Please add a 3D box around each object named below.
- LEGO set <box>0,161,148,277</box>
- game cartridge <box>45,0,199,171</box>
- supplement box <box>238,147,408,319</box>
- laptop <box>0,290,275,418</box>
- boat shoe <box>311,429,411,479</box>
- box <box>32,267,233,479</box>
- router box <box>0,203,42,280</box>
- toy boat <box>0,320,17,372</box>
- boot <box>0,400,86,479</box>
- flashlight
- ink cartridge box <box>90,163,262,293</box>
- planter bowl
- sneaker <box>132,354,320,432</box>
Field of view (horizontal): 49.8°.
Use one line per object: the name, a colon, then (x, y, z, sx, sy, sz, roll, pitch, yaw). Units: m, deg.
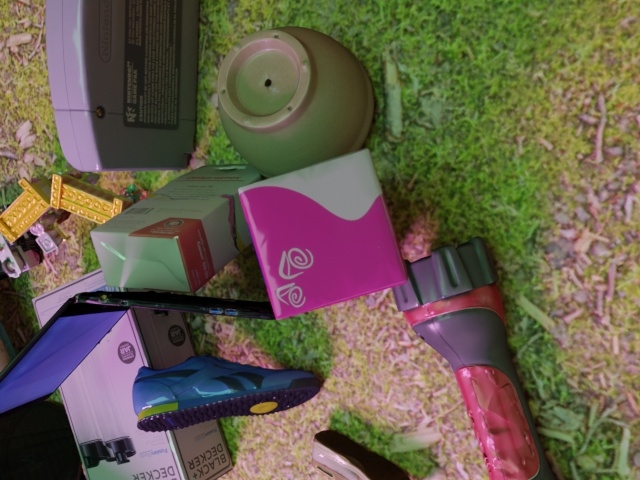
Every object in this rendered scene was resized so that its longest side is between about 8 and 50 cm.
LEGO set: (-0.306, -0.046, 0.894, 0.286, 0.107, 0.132, -11, 113, 21)
game cartridge: (-0.206, -0.224, 0.745, 0.062, 0.198, 0.298, 8, 99, 28)
supplement box: (0.000, 0.000, 0.633, 0.113, 0.220, 0.111, -16, 87, -4)
laptop: (-0.176, 0.119, 0.683, 0.264, 0.234, 0.137, 5, 86, -1)
boat shoe: (0.046, 0.259, 0.752, 0.135, 0.050, 0.045, 27, 111, 34)
box: (-0.239, 0.180, 0.871, 0.169, 0.087, 0.290, -20, 86, 29)
router box: (-0.468, 0.007, 1.003, 0.122, 0.038, 0.092, -18, 88, 28)
toy boat: (-0.583, 0.156, 1.025, 0.318, 0.148, 0.268, -23, 97, 26)
boot: (-0.357, 0.429, 0.917, 0.377, 0.138, 0.284, 45, 140, 46)
flashlight: (0.154, 0.153, 0.642, 0.103, 0.103, 0.304, -16, 82, -6)
ink cartridge box: (-0.133, -0.021, 0.746, 0.115, 0.198, 0.067, 3, 118, 28)
planter bowl: (-0.037, -0.146, 0.692, 0.162, 0.109, 0.162, -3, 82, 18)
sneaker: (-0.106, 0.157, 0.776, 0.209, 0.069, 0.082, -7, 55, -6)
